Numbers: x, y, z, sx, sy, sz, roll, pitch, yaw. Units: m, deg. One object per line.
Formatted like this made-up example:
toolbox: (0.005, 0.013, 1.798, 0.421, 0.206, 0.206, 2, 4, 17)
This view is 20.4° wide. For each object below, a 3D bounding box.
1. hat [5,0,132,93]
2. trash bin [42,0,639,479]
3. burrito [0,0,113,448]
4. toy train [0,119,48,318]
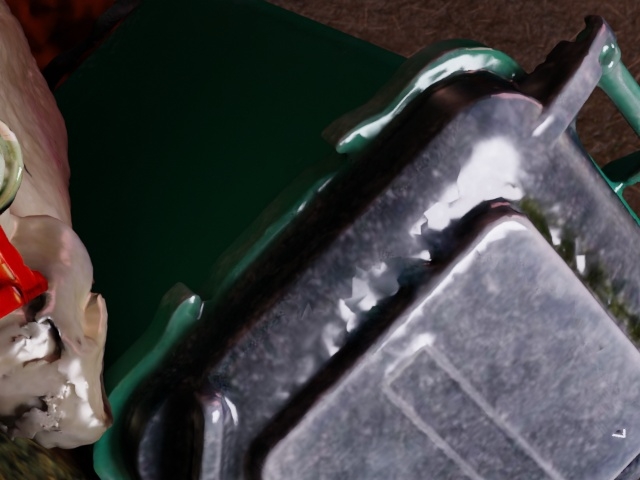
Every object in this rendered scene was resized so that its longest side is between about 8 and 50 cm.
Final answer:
hat: (-0.222, -0.183, 1.106, 0.285, 0.285, 0.400, 50, -24, 45)
trash bin: (0.000, 0.000, 0.933, 0.259, 0.295, 0.381, 46, -3, -36)
burrito: (-0.172, -0.045, 0.808, 0.348, 0.107, 0.175, -119, -171, -54)
toy train: (-0.187, -0.043, 0.596, 0.204, 0.131, 0.083, 57, -2, -3)
